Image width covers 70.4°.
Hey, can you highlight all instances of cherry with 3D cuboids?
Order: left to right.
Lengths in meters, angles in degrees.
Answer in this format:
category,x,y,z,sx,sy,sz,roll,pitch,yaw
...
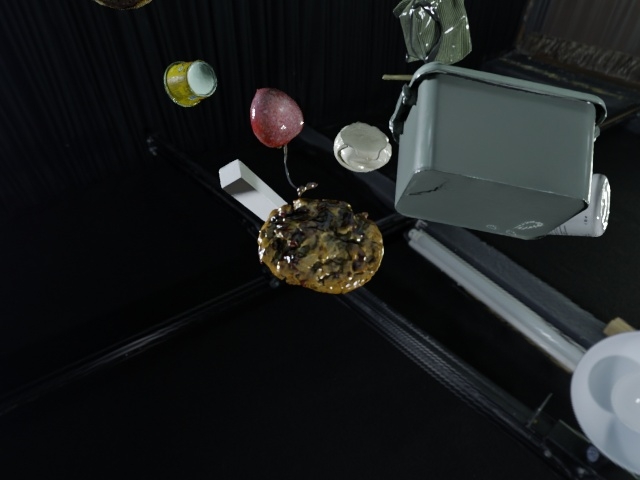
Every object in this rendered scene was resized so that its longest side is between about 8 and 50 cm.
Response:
category,x,y,z,sx,sy,sz,roll,pitch,yaw
cherry,-0.065,-0.206,0.921,0.107,0.225,0.090,-39,-163,-30

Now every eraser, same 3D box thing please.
category,x,y,z,sx,sy,sz,roll,pitch,yaw
eraser,-0.206,-0.144,1.490,0.076,0.298,0.078,-27,-125,16

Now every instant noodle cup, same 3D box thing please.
category,x,y,z,sx,sy,sz,roll,pitch,yaw
instant noodle cup,-0.516,-0.643,1.839,0.144,0.182,0.182,7,-145,43

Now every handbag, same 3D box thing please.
category,x,y,z,sx,sy,sz,roll,pitch,yaw
handbag,0.464,-0.887,1.879,0.240,0.340,0.247,-29,-146,-5

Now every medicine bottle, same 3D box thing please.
category,x,y,z,sx,sy,sz,roll,pitch,yaw
medicine bottle,0.590,-0.095,1.207,0.289,0.156,0.157,5,-144,39

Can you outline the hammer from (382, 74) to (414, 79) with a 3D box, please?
category,x,y,z,sx,sy,sz,roll,pitch,yaw
hammer,0.266,-0.442,1.227,0.199,0.013,0.062,11,-133,26

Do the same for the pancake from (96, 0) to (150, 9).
category,x,y,z,sx,sy,sz,roll,pitch,yaw
pancake,-0.524,-0.767,1.172,0.357,0.355,0.065,4,180,3

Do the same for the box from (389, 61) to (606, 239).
category,x,y,z,sx,sy,sz,roll,pitch,yaw
box,0.204,-0.097,0.559,0.244,0.163,0.134,12,-110,-1

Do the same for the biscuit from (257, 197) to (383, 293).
category,x,y,z,sx,sy,sz,roll,pitch,yaw
biscuit,0.001,-0.004,1.200,0.334,0.081,0.289,8,-124,4

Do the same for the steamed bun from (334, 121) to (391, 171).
category,x,y,z,sx,sy,sz,roll,pitch,yaw
steamed bun,0.129,-0.282,1.416,0.183,0.106,0.182,7,-130,-9
